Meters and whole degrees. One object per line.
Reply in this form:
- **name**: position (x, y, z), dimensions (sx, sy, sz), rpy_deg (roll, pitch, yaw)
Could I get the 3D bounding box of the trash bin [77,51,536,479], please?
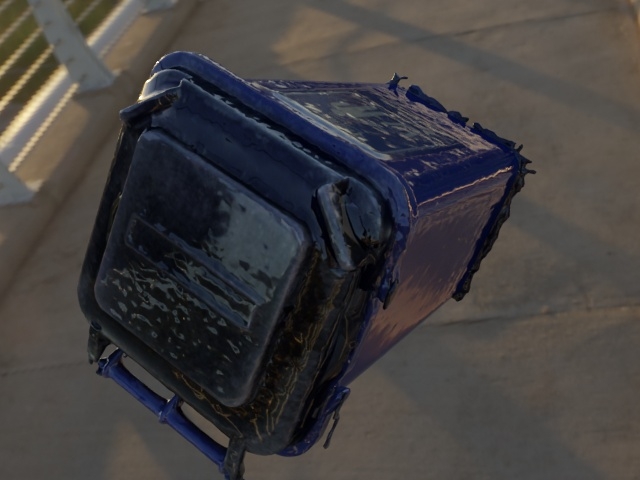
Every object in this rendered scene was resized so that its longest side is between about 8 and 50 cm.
- **trash bin**: position (0.000, 0.000, 0.534), dimensions (0.162, 0.184, 0.234), rpy_deg (34, 28, 21)
